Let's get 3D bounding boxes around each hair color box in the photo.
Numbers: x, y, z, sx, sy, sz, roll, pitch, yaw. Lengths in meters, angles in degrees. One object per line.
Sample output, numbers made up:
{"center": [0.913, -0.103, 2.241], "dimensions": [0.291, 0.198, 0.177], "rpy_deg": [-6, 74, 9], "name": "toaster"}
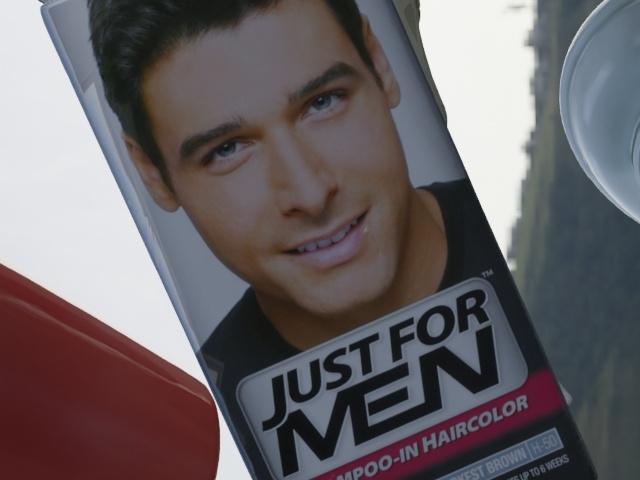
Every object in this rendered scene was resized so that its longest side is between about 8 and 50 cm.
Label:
{"center": [0.000, 0.000, 0.933], "dimensions": [0.113, 0.185, 0.374], "rpy_deg": [-101, -14, -86], "name": "hair color box"}

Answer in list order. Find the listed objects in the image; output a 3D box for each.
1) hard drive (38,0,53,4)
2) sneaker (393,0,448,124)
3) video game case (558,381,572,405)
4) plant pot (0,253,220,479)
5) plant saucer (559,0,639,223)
{"center": [-0.141, -0.340, 1.315], "dimensions": [0.339, 0.237, 0.064], "rpy_deg": [-55, 8, 5], "name": "hard drive"}
{"center": [0.086, -0.313, 1.503], "dimensions": [0.169, 0.257, 0.447], "rpy_deg": [127, 122, -74], "name": "sneaker"}
{"center": [0.093, 0.126, 1.392], "dimensions": [0.183, 0.201, 0.023], "rpy_deg": [-41, -4, -15], "name": "video game case"}
{"center": [-0.224, 0.149, 1.141], "dimensions": [0.243, 0.275, 0.275], "rpy_deg": [24, -119, -29], "name": "plant pot"}
{"center": [0.430, -0.098, 1.588], "dimensions": [0.100, 0.400, 0.400], "rpy_deg": [-65, -31, -41], "name": "plant saucer"}
